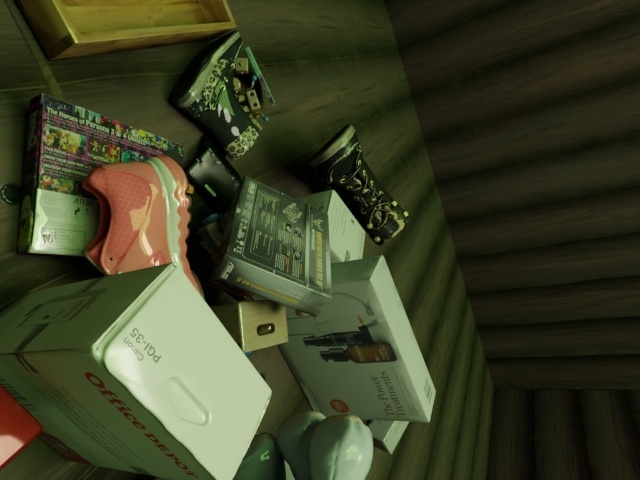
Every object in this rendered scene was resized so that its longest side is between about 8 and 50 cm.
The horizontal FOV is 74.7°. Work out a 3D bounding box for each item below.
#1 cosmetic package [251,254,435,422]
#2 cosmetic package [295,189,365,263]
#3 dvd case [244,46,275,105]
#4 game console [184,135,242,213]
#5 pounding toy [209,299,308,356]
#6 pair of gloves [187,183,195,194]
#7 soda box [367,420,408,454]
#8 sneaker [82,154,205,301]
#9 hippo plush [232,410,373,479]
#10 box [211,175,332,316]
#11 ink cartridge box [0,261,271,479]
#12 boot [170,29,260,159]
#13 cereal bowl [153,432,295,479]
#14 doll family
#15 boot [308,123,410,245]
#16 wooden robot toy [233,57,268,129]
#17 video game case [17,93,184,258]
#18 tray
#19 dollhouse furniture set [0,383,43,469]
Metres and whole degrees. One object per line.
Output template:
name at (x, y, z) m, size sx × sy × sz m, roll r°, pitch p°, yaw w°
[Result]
cosmetic package at (0.057, 0.231, 0.922) m, size 0.097 × 0.285 × 0.376 m, roll -52°, pitch 124°, yaw -51°
cosmetic package at (0.000, 0.000, 1.035) m, size 0.183 × 0.152 × 0.151 m, roll 47°, pitch 43°, yaw -42°
dvd case at (-0.142, -0.387, 0.997) m, size 0.119 × 0.013 × 0.087 m, roll 62°, pitch 4°, yaw -71°
game console at (-0.214, -0.133, 0.850) m, size 0.107 × 0.071 × 0.122 m, roll -54°, pitch 130°, yaw -19°
pounding toy at (-0.100, 0.154, 0.758) m, size 0.181 × 0.206 × 0.094 m, roll 7°, pitch 74°, yaw -59°
pair of gloves at (-0.262, -0.088, 0.762) m, size 0.074 × 0.010 × 0.083 m, roll 38°, pitch 48°, yaw -48°
soda box at (0.224, 0.516, 1.257) m, size 0.216 × 0.074 × 0.069 m, roll -47°, pitch 123°, yaw -32°
sneaker at (-0.257, 0.040, 0.591) m, size 0.136 × 0.116 × 0.313 m, roll -11°, pitch 96°, yaw -44°
hippo plush at (0.009, 0.373, 0.507) m, size 0.234 × 0.294 × 0.236 m, roll -35°, pitch 107°, yaw -35°
box at (-0.073, 0.002, 0.725) m, size 0.183 × 0.056 × 0.230 m, roll 25°, pitch 35°, yaw -20°
ink cartridge box at (-0.227, 0.152, 0.465) m, size 0.207 × 0.283 × 0.117 m, roll 62°, pitch 34°, yaw -27°
boot at (-0.191, -0.304, 0.880) m, size 0.178 × 0.085 × 0.236 m, roll 50°, pitch 48°, yaw -40°
cereal bowl at (-0.161, 0.459, 0.615) m, size 0.339 × 0.141 × 0.338 m, roll 26°, pitch 59°, yaw -54°
doll family at (-0.147, 0.031, 0.832) m, size 0.163 × 0.118 × 0.263 m, roll 59°, pitch 26°, yaw 2°
boot at (0.107, -0.128, 1.073) m, size 0.284 × 0.138 × 0.377 m, roll 49°, pitch -3°, yaw -1°
wooden robot toy at (-0.172, -0.321, 0.965) m, size 0.079 × 0.077 × 0.173 m, roll -141°, pitch -145°, yaw -81°
video game case at (-0.310, -0.074, 0.629) m, size 0.232 × 0.042 × 0.210 m, roll 10°, pitch 77°, yaw -58°
tray at (-0.322, -0.444, 0.720) m, size 0.202 × 0.076 × 0.411 m, roll 67°, pitch 31°, yaw -19°
dollhouse furniture set at (-0.388, 0.065, 0.266) m, size 0.374 × 0.152 × 0.201 m, roll 53°, pitch 35°, yaw -11°
